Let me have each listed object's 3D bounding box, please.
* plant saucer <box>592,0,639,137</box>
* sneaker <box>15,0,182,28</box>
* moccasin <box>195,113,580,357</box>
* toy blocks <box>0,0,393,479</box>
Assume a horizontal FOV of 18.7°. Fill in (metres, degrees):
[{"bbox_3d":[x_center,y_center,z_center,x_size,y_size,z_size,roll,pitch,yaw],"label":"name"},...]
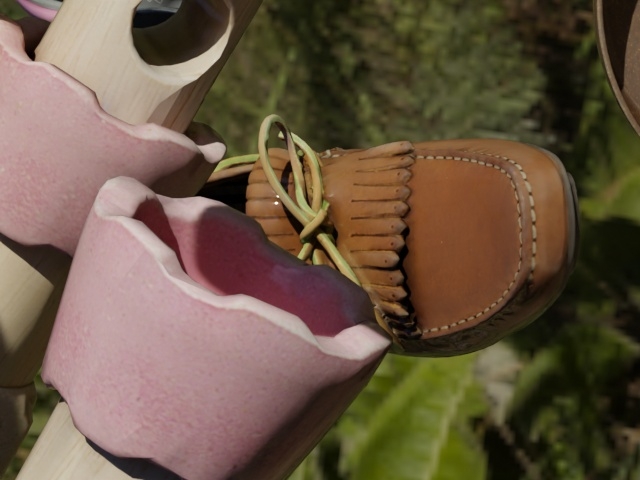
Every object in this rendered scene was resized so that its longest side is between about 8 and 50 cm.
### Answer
[{"bbox_3d":[0.214,-0.127,1.034,0.036,0.199,0.198,7,89,57],"label":"plant saucer"},{"bbox_3d":[-0.072,-0.228,1.188,0.319,0.131,0.112,-47,45,29],"label":"sneaker"},{"bbox_3d":[0.000,-0.003,1.181,0.380,0.147,0.139,6,92,50],"label":"moccasin"},{"bbox_3d":[-0.136,-0.093,0.437,0.260,0.289,0.309,-61,27,12],"label":"toy blocks"}]
